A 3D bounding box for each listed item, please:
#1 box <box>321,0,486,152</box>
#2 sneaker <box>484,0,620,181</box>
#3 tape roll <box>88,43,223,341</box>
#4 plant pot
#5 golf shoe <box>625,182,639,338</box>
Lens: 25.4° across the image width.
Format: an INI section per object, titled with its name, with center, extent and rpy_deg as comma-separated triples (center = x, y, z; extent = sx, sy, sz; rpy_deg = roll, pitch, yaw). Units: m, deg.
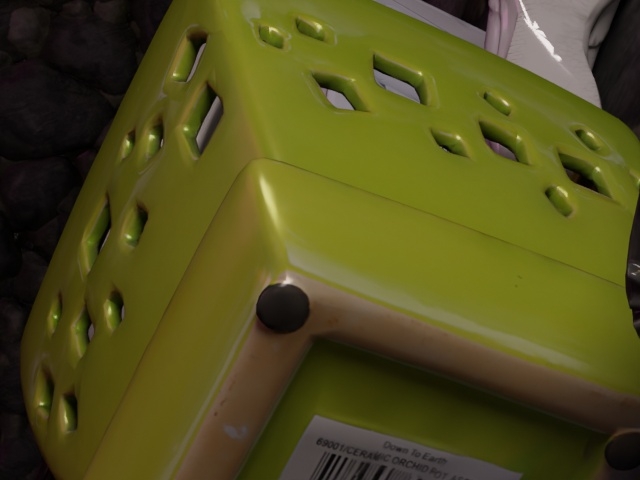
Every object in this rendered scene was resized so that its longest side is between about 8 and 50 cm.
[box]
center = 0.000, 0.000, 0.912
extent = 0.231, 0.126, 0.262
rpy_deg = -85, 21, -51
[sneaker]
center = 0.115, -0.107, 0.754
extent = 0.094, 0.080, 0.212
rpy_deg = 112, 174, -68
[tape roll]
center = -0.124, -0.012, 1.290
extent = 0.392, 0.072, 0.392
rpy_deg = 17, -90, -82
[plant pot]
center = 0.013, 0.046, 0.581
extent = 0.227, 0.228, 0.207
rpy_deg = -61, 20, 23
[golf shoe]
center = 0.179, -0.077, 0.420
extent = 0.273, 0.105, 0.120
rpy_deg = -61, -3, 5
